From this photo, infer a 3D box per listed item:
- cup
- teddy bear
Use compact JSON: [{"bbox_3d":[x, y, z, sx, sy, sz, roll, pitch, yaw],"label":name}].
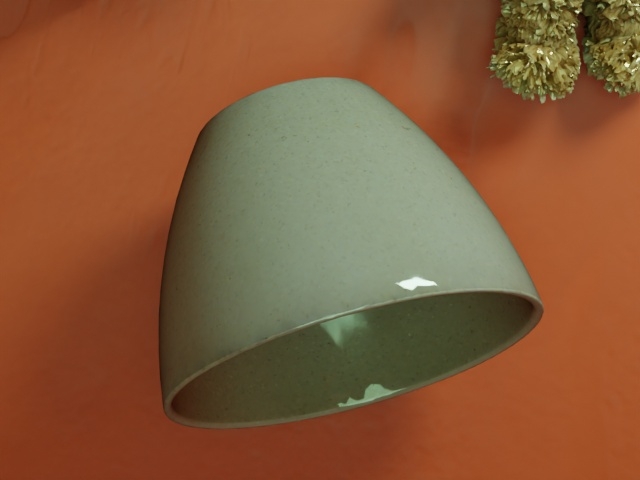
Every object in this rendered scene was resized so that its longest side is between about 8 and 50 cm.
[{"bbox_3d":[0.000,0.000,1.285,0.331,0.331,0.237,-17,72,6],"label":"cup"},{"bbox_3d":[0.230,-0.287,1.306,0.245,0.113,0.338,12,100,-1],"label":"teddy bear"}]
